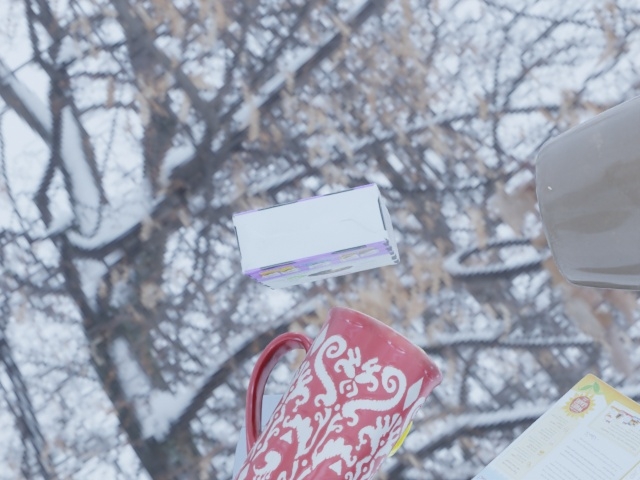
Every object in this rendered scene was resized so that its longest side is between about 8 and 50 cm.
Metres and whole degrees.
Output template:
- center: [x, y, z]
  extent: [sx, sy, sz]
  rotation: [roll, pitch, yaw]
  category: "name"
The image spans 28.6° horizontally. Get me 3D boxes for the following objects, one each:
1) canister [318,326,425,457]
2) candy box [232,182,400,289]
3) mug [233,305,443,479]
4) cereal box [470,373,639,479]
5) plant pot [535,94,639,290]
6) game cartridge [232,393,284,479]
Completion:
- center: [0.046, 0.156, 1.344]
  extent: [0.073, 0.126, 0.170]
  rotation: [-56, -12, -29]
  category: "canister"
- center: [0.000, 0.000, 1.455]
  extent: [0.165, 0.070, 0.196]
  rotation: [-13, -9, 5]
  category: "candy box"
- center: [0.003, 0.155, 1.047]
  extent: [0.169, 0.113, 0.150]
  rotation: [-57, 23, -18]
  category: "mug"
- center: [0.332, 0.299, 1.659]
  extent: [0.240, 0.173, 0.047]
  rotation: [-40, -55, -10]
  category: "cereal box"
- center: [0.342, -0.046, 1.225]
  extent: [0.229, 0.263, 0.263]
  rotation: [-13, -15, 24]
  category: "plant pot"
- center: [-0.049, 0.403, 2.137]
  extent: [0.198, 0.297, 0.062]
  rotation: [-6, -33, 13]
  category: "game cartridge"
